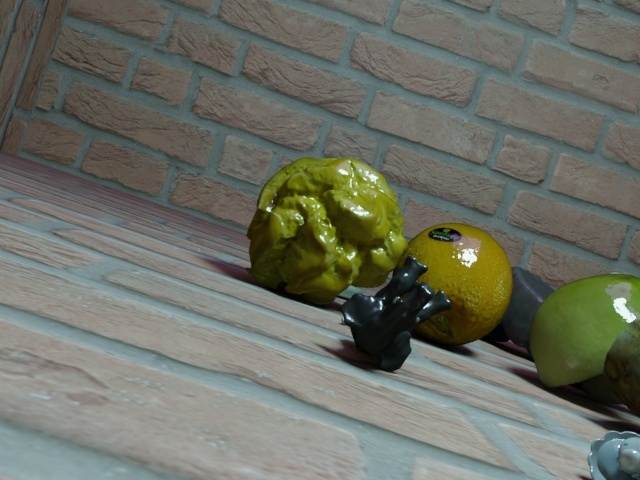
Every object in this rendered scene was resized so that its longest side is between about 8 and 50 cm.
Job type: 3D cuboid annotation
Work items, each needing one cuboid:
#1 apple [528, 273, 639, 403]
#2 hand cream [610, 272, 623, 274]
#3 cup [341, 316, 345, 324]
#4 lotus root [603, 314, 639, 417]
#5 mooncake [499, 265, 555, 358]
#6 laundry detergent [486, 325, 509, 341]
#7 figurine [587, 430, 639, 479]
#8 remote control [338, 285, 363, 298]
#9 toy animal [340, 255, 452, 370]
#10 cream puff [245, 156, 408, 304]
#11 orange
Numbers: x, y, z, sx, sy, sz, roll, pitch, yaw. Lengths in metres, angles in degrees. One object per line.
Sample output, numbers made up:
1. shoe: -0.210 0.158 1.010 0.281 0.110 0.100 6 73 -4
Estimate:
1. apple: 0.569 0.183 1.294 0.295 0.258 0.233 13 46 -30
2. hand cream: 0.858 0.256 1.852 0.139 0.314 0.089 16 -4 38
3. cup: 0.101 0.134 1.188 0.102 0.074 0.099 19 1 15
4. lotus root: 0.639 0.240 0.976 0.250 0.251 0.346 18 9 -37
5. mooncake: 0.605 0.214 1.794 0.306 0.154 0.306 30 20 -13
6. laundry detergent: 0.433 0.230 1.872 0.289 0.094 0.143 14 14 -42
7. figurine: 0.319 0.218 0.630 0.082 0.094 0.086 58 -16 23
8. remote control: -0.026 0.099 1.622 0.309 0.038 0.090 18 3 -29
9. toy animal: 0.110 0.109 0.918 0.114 0.146 0.245 50 -8 19
10. cream puff: 0.002 0.000 1.332 0.324 0.257 0.291 30 -42 8
11. orange: 0.284 0.096 1.406 0.274 0.274 0.274 19 1 0
